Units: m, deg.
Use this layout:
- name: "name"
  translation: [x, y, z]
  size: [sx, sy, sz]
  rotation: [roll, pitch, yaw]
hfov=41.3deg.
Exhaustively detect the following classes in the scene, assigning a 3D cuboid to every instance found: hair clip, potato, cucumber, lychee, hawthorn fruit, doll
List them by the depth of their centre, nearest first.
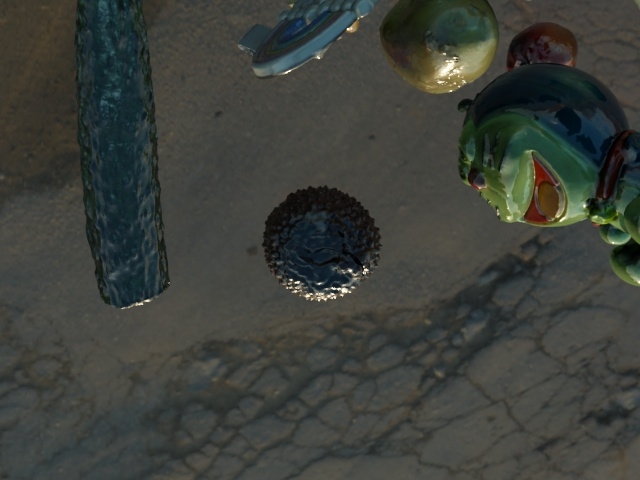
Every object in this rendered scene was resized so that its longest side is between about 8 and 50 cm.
- name: "cucumber"
  translation: [-0.157, -0.080, 0.658]
  size: [0.068, 0.067, 0.293]
  rotation: [-7, 122, -15]
- name: "hair clip"
  translation: [-0.025, -0.230, 0.976]
  size: [0.140, 0.220, 0.054]
  rotation: [-47, 116, -16]
- name: "doll"
  translation: [0.297, -0.091, 0.997]
  size: [0.186, 0.322, 0.198]
  rotation: [-48, 158, -22]
- name: "lychee"
  translation: [0.000, 0.000, 1.301]
  size: [0.188, 0.188, 0.188]
  rotation: [-11, 135, -11]
- name: "potato"
  translation: [0.227, -0.383, 1.616]
  size: [0.173, 0.307, 0.210]
  rotation: [-29, 100, -11]
- name: "hawthorn fruit"
  translation: [0.508, -0.425, 1.985]
  size: [0.194, 0.157, 0.157]
  rotation: [-32, 148, -40]

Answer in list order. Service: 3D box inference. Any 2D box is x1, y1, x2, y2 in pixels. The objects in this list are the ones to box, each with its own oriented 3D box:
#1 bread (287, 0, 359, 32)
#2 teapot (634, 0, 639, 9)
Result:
- name: "bread"
  translation: [0.024, -0.462, 1.694]
  size: [0.136, 0.054, 0.154]
  rotation: [36, 152, -29]
- name: "teapot"
  translation: [0.340, -0.248, 0.678]
  size: [0.129, 0.193, 0.294]
  rotation: [-6, 110, -57]
